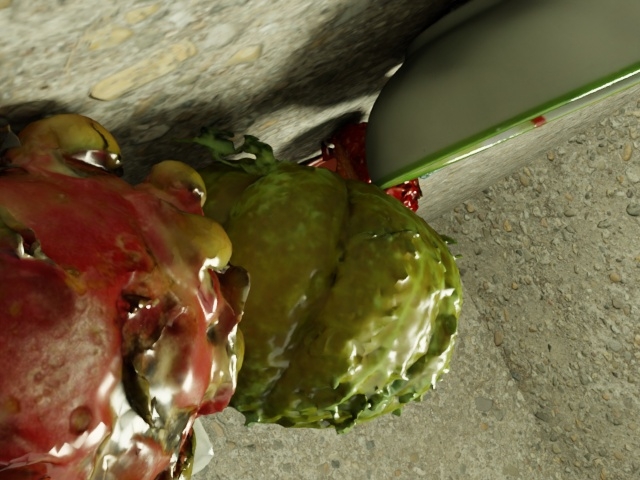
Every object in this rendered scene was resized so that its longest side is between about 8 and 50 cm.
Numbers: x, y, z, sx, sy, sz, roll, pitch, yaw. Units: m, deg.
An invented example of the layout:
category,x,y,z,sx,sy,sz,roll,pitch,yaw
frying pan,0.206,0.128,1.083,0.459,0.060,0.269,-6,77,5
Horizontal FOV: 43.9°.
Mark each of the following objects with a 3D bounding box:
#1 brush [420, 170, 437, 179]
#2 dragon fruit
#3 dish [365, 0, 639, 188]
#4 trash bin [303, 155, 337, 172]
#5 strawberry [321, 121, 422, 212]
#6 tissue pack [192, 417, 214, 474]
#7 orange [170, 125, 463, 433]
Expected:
category,x,y,z,sx,sy,sz,roll,pitch,yaw
brush,0.206,-0.141,1.018,0.196,0.021,0.070,-36,178,20
dragon fruit,-0.174,0.057,0.457,0.291,0.250,0.269,-37,157,-27
dish,0.173,-0.161,0.689,0.324,0.124,0.324,-22,180,0
trash bin,0.000,0.000,1.057,0.161,0.184,0.239,-29,170,-24
strawberry,0.062,-0.066,0.890,0.086,0.145,0.145,-16,171,-18
tissue pack,-0.318,0.178,0.706,0.356,0.266,0.194,-24,168,-33
orange,-0.029,0.053,0.706,0.301,0.300,0.223,145,-33,-79
